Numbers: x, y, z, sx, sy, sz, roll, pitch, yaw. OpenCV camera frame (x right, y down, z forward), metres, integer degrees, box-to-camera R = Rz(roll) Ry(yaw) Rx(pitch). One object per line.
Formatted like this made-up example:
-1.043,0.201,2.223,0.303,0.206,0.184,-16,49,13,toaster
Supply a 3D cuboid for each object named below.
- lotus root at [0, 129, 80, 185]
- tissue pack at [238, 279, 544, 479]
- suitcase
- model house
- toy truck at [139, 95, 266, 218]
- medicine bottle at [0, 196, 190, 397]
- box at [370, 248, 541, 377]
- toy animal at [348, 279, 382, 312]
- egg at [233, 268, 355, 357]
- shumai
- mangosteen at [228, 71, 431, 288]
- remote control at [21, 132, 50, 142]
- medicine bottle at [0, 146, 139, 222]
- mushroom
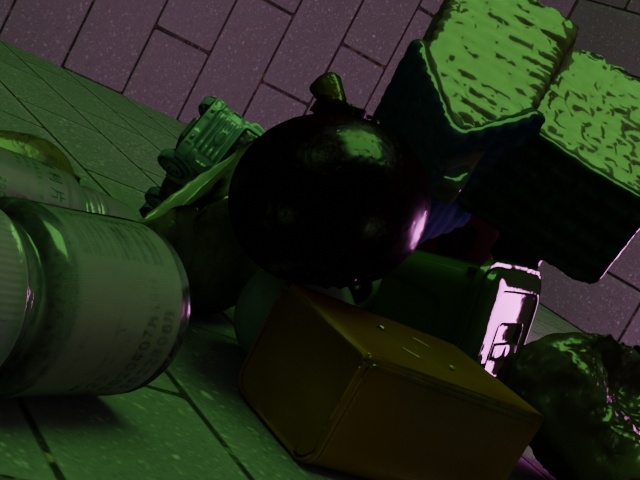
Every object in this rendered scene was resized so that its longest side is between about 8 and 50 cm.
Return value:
-0.392,-0.084,1.477,0.221,0.118,0.125,13,34,-54,lotus root
0.077,0.180,1.253,0.275,0.145,0.194,22,8,-34,tissue pack
0.260,0.063,2.114,0.161,0.297,0.236,20,5,22,suitcase
0.286,-0.117,1.824,0.445,0.395,0.400,30,50,-1,model house
-0.169,-0.085,1.750,0.162,0.136,0.305,35,-26,-1,toy truck
-0.245,0.047,0.913,0.165,0.165,0.273,32,10,29,medicine bottle
0.187,0.131,1.633,0.178,0.252,0.329,21,3,22,box
0.007,0.044,1.691,0.213,0.212,0.267,30,1,17,toy animal
-0.032,0.098,1.388,0.149,0.149,0.192,30,13,13,egg
0.384,0.306,1.515,0.346,0.217,0.283,44,28,-36,shumai
0.016,-0.077,1.281,0.236,0.261,0.235,2,-15,0,mangosteen
-0.456,-0.125,1.764,0.103,0.051,0.293,26,8,-16,remote control
-0.317,-0.015,1.121,0.254,0.152,0.152,20,11,-43,medicine bottle
-0.105,-0.016,1.459,0.292,0.212,0.217,-27,12,-40,mushroom
